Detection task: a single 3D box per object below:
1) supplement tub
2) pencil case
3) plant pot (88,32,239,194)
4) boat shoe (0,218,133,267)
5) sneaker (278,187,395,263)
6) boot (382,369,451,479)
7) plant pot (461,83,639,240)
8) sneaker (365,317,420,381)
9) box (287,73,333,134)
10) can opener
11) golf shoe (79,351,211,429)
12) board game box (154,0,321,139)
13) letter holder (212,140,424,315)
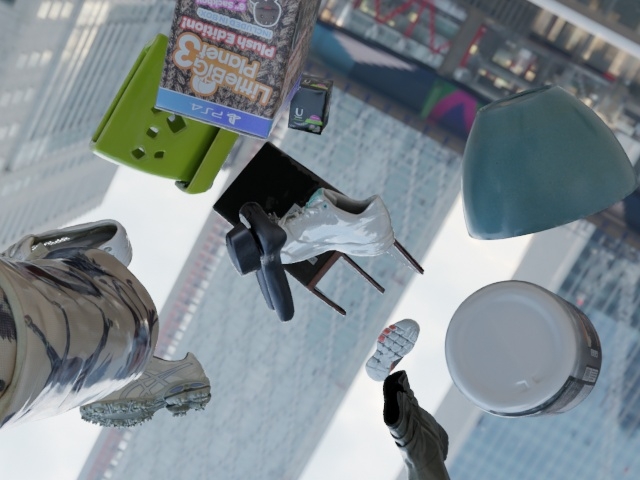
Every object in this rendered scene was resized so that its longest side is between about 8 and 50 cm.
[{"bbox_3d":[0.314,0.169,1.607,0.193,0.194,0.316,34,-175,22],"label":"supplement tub"},{"bbox_3d":[-0.283,0.081,0.999,0.183,0.160,0.410,32,-178,6],"label":"pencil case"},{"bbox_3d":[-0.254,-0.206,1.852,0.207,0.228,0.227,29,179,-15],"label":"plant pot"},{"bbox_3d":[-0.393,0.034,1.450,0.098,0.277,0.096,59,163,23],"label":"boat shoe"},{"bbox_3d":[-0.008,-0.028,1.470,0.212,0.094,0.080,-6,-146,13],"label":"sneaker"},{"bbox_3d":[0.139,0.327,1.643,0.161,0.083,0.247,56,-161,-31],"label":"boot"},{"bbox_3d":[0.352,-0.143,1.765,0.290,0.290,0.196,-66,-43,-76],"label":"plant pot"},{"bbox_3d":[0.133,0.184,1.904,0.061,0.158,0.065,43,-141,9],"label":"sneaker"},{"bbox_3d":[-0.017,-0.230,1.810,0.062,0.083,0.052,13,-149,8],"label":"box"},{"bbox_3d":[-0.065,0.028,1.247,0.059,0.073,0.186,58,171,38],"label":"can opener"},{"bbox_3d":[-0.236,0.196,1.421,0.176,0.069,0.086,-7,-125,-21],"label":"golf shoe"},{"bbox_3d":[-0.077,-0.305,1.293,0.141,0.291,0.232,17,-154,2],"label":"board game box"},{"bbox_3d":[0.000,0.000,1.779,0.302,0.152,0.214,38,177,46],"label":"letter holder"}]
